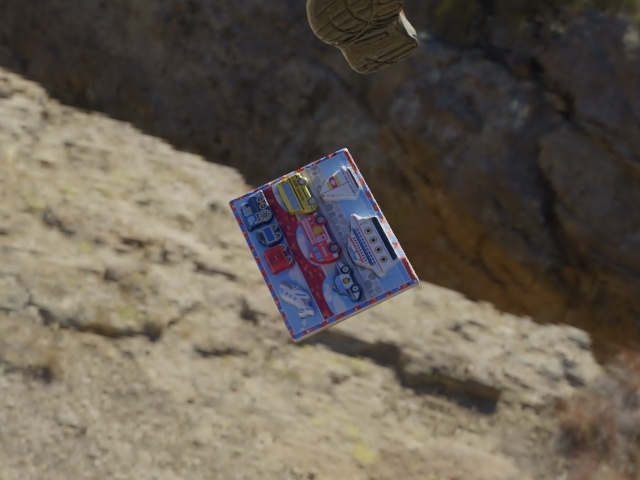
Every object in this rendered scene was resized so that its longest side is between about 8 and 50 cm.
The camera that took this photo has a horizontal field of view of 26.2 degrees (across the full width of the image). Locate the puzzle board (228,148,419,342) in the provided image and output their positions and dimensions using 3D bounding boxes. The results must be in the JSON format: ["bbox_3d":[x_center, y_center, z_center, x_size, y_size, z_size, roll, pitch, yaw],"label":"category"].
[{"bbox_3d":[0.000,0.000,0.978,0.096,0.011,0.128,-26,59,-2],"label":"puzzle board"}]

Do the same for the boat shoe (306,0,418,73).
[{"bbox_3d":[0.042,-0.317,1.761,0.122,0.120,0.324,-18,-15,6],"label":"boat shoe"}]
